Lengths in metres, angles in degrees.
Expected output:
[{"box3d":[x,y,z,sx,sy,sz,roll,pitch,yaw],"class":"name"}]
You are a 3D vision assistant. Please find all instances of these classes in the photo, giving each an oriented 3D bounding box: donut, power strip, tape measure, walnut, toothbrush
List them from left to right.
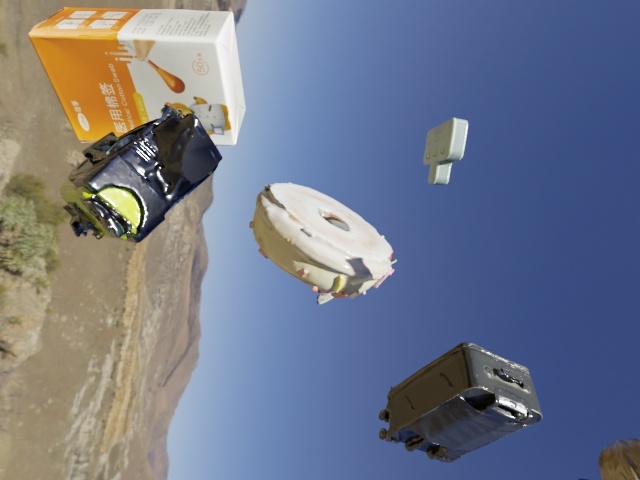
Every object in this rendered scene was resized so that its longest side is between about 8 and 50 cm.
[{"box3d":[-0.249,-0.084,0.566,0.186,0.112,0.199,1,-139,45],"class":"tape measure"},{"box3d":[0.000,0.000,1.076,0.142,0.383,0.382,-59,-155,21],"class":"donut"},{"box3d":[0.116,0.124,1.325,0.026,0.295,0.028,20,-49,66],"class":"toothbrush"},{"box3d":[0.386,-0.273,1.374,0.265,0.060,0.193,-114,-149,-84],"class":"power strip"},{"box3d":[0.606,0.453,0.799,0.140,0.140,0.162,118,-34,-41],"class":"walnut"}]

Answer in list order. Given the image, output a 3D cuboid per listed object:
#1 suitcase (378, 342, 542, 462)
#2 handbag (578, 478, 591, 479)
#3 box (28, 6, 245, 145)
[{"box3d":[0.391,0.473,1.236,0.434,0.283,0.194,-51,-160,40],"class":"suitcase"},{"box3d":[0.236,0.339,0.327,0.247,0.080,0.222,32,81,-77],"class":"handbag"},{"box3d":[-0.338,-0.320,0.853,0.224,0.342,0.143,90,1,-47],"class":"box"}]
